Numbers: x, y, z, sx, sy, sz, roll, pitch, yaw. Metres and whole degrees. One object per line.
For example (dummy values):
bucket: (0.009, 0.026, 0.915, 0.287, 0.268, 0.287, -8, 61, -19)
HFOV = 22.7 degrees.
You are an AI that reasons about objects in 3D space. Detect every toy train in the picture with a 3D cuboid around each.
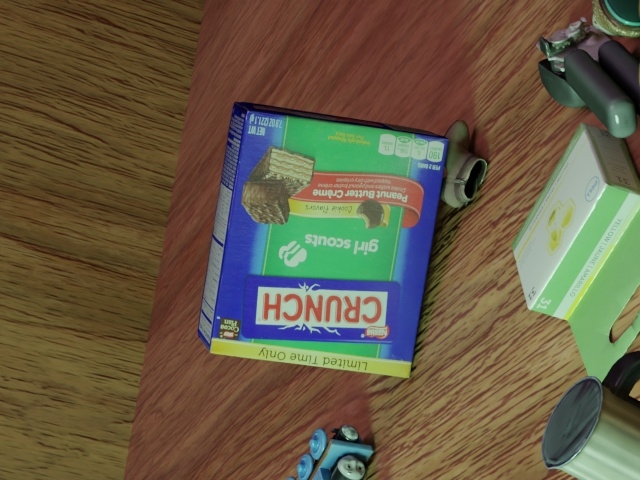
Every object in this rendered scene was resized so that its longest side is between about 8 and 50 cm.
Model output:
toy train: (0.009, 0.332, 2.128, 0.184, 0.080, 0.105, -61, 30, 32)

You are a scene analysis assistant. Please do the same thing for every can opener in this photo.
can opener: (0.298, -0.167, 1.679, 0.280, 0.074, 0.093, -112, 7, -67)

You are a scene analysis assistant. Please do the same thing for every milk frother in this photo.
milk frother: (0.258, 0.164, 1.348, 0.129, 0.135, 0.143, -65, 15, -18)

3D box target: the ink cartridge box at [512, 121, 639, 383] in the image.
ink cartridge box: (0.269, 0.015, 1.603, 0.235, 0.056, 0.171, -95, 27, -55)

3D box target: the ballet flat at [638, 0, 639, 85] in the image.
ballet flat: (0.334, -0.192, 1.511, 0.232, 0.080, 0.073, -92, -15, -47)

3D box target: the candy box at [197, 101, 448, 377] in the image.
candy box: (0.000, 0.000, 2.046, 0.122, 0.268, 0.317, -134, 53, -75)

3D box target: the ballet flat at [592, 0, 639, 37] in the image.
ballet flat: (0.316, -0.258, 1.687, 0.206, 0.073, 0.067, -80, 7, -49)

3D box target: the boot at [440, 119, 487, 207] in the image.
boot: (0.183, -0.098, 2.020, 0.087, 0.042, 0.118, 1, 77, 67)
